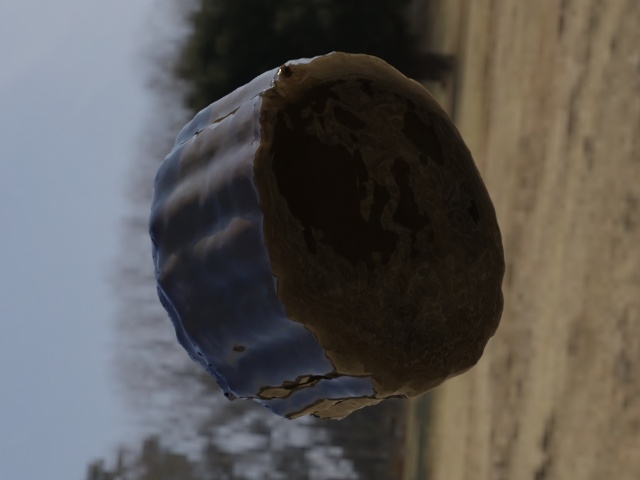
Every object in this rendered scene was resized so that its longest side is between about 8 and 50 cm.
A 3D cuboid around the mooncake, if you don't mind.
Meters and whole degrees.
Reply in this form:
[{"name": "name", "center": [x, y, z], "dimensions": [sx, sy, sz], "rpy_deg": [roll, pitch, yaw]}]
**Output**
[{"name": "mooncake", "center": [0.002, 0.000, 1.687], "dimensions": [0.187, 0.324, 0.324], "rpy_deg": [-25, 49, 43]}]
